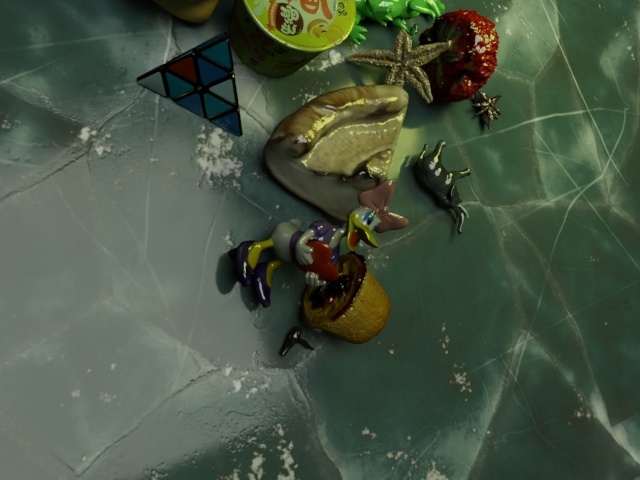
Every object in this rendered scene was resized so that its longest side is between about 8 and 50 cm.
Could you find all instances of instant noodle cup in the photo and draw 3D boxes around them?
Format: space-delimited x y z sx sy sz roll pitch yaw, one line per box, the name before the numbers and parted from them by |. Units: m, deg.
instant noodle cup | -0.096 -0.568 1.519 0.311 0.221 0.311 6 75 -25

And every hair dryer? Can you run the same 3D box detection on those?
hair dryer | -0.053 0.261 1.475 0.083 0.031 0.079 37 77 -23

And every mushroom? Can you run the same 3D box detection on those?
mushroom | 0.064 -0.275 1.568 0.313 0.224 0.397 26 55 1

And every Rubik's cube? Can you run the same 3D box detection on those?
Rubik's cube | -0.253 -0.465 1.462 0.284 0.250 0.234 24 51 -14

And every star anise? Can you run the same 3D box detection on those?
star anise | 0.523 -0.405 1.873 0.124 0.056 0.129 9 75 -24

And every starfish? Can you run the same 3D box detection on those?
starfish | 0.217 -0.467 1.673 0.048 0.295 0.231 -55 141 -64

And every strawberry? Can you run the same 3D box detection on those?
strawberry | 0.417 -0.535 1.743 0.257 0.261 0.261 -3 80 -29

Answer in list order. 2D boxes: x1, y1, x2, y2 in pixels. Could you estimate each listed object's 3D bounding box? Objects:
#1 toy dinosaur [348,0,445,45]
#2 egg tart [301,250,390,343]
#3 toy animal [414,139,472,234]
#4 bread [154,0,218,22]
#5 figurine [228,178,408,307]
toy dinosaur | 0.123 -0.758 1.736 0.500 0.144 0.374 36 51 -5
egg tart | 0.065 0.145 1.466 0.171 0.215 0.215 40 64 -29
toy animal | 0.370 -0.163 1.737 0.137 0.082 0.269 -40 101 -24
bread | -0.333 -0.757 1.420 0.329 0.245 0.424 -18 84 12
figurine | -0.004 0.004 1.411 0.193 0.421 0.154 -93 162 -50
